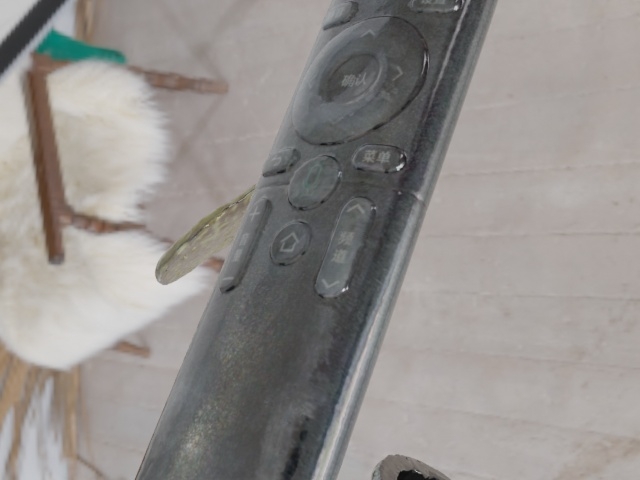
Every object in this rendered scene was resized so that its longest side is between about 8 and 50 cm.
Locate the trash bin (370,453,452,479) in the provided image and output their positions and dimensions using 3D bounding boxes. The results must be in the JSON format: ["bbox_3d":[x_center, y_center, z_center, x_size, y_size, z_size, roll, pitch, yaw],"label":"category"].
[{"bbox_3d":[0.030,0.314,0.742,0.262,0.277,0.217,-46,66,11],"label":"trash bin"}]

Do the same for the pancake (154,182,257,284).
[{"bbox_3d":[-0.103,-0.023,1.298,0.029,0.235,0.212,52,138,4],"label":"pancake"}]

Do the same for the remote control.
[{"bbox_3d":[0.000,0.000,0.529,0.107,0.044,0.377,4,63,35],"label":"remote control"}]
